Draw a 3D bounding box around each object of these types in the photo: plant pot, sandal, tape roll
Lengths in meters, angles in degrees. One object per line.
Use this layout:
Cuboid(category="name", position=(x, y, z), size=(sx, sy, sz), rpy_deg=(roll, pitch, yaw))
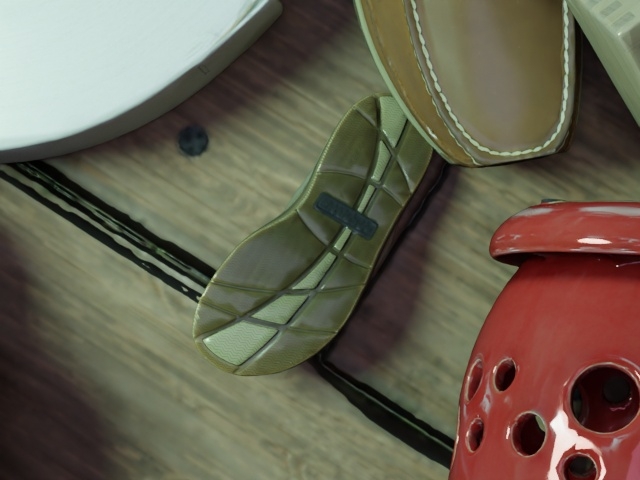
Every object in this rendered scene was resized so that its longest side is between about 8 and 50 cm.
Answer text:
Cuboid(category="plant pot", position=(0.162, 0.072, 0.880), size=(0.191, 0.191, 0.174), rpy_deg=(5, 86, 5))
Cuboid(category="sandal", position=(0.000, 0.000, 0.970), size=(0.072, 0.049, 0.180), rpy_deg=(35, 77, 0))
Cuboid(category="tape roll", position=(-0.184, -0.236, 0.977), size=(0.392, 0.072, 0.392), rpy_deg=(0, 88, 4))

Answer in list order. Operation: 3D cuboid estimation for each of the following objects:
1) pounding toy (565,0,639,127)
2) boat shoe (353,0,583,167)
Cuboid(category="pounding toy", position=(0.247, -0.104, 0.915), size=(0.181, 0.094, 0.206), rpy_deg=(-36, 126, 3))
Cuboid(category="boat shoe", position=(0.067, -0.198, 0.925), size=(0.123, 0.120, 0.324), rpy_deg=(-12, 87, -2))
